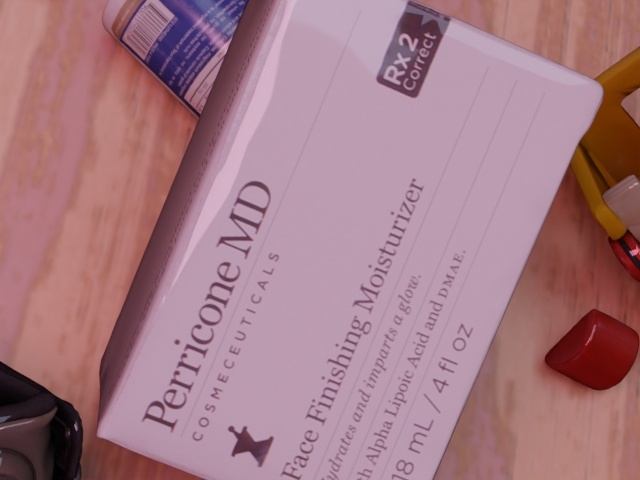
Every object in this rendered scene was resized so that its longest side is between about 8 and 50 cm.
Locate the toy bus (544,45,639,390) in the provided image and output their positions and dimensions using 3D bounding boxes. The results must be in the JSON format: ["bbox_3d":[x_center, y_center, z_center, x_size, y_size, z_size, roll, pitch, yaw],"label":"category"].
[{"bbox_3d":[0.203,-0.011,0.743,0.191,0.202,0.104,1,38,-10],"label":"toy bus"}]

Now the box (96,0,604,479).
[{"bbox_3d":[0.000,0.000,0.600,0.119,0.182,0.181,22,92,-8],"label":"box"}]

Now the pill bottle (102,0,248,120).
[{"bbox_3d":[-0.038,-0.083,0.718,0.120,0.067,0.067,44,62,3],"label":"pill bottle"}]

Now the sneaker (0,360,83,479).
[{"bbox_3d":[-0.119,0.131,0.569,0.087,0.130,0.227,-23,85,-26],"label":"sneaker"}]
